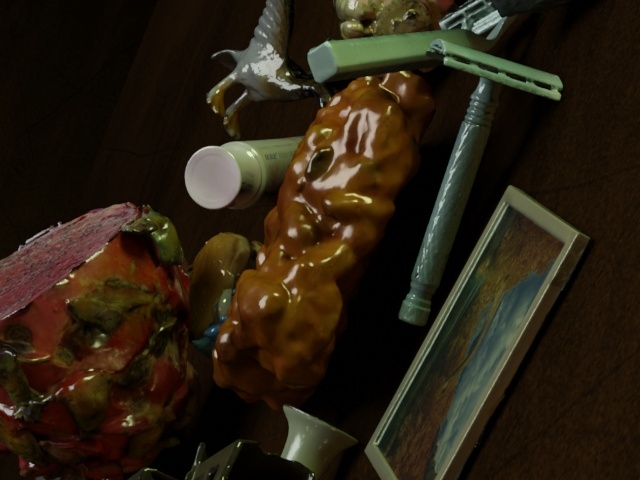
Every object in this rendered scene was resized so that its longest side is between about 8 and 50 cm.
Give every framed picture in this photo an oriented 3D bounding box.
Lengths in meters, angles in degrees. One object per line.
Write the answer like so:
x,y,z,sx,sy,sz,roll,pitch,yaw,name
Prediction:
0.113,0.086,1.346,0.250,0.016,0.184,-62,14,8,framed picture

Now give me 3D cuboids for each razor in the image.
0.108,-0.042,1.469,0.068,0.106,0.232,-127,55,-74,razor
0.087,-0.166,1.507,0.111,0.056,0.278,-28,-2,40,razor

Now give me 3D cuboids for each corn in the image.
0.069,-0.257,1.872,0.127,0.126,0.335,-60,13,14,corn

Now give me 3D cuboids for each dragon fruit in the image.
-0.249,0.132,1.934,0.296,0.263,0.314,-39,17,-24,dragon fruit

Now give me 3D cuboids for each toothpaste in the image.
-0.035,-0.070,1.789,0.100,0.066,0.323,-61,-18,15,toothpaste

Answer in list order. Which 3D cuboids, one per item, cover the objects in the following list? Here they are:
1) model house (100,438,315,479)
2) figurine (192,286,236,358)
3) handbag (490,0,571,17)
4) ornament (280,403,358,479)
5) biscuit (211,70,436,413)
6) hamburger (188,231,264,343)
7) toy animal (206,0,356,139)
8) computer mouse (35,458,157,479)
-0.104,0.273,1.395,0.243,0.211,0.204,-40,26,57,model house
-0.091,0.093,1.900,0.114,0.079,0.114,-41,0,0,figurine
0.161,-0.308,1.469,0.088,0.270,0.175,-31,-10,-31,handbag
-0.033,0.222,1.494,0.156,0.074,0.081,-64,-17,-8,ornament
0.000,0.000,1.599,0.318,0.110,0.312,108,-172,-80,biscuit
-0.108,0.059,2.016,0.138,0.083,0.147,-63,19,5,hamburger
-0.033,-0.157,1.814,0.160,0.272,0.197,-23,43,20,toy animal
-0.255,0.309,2.041,0.203,0.114,0.374,-48,29,38,computer mouse
